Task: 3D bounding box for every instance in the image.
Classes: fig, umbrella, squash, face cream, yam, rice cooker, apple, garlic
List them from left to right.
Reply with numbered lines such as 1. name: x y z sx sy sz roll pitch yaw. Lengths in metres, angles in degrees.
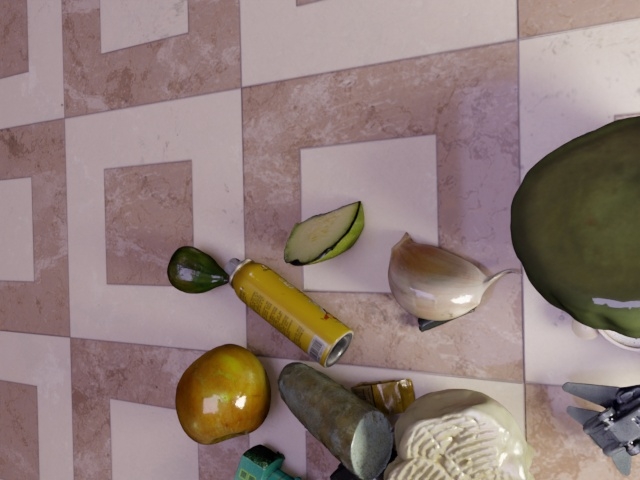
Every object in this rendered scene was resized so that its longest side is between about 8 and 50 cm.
1. fig: -0.294 0.084 1.494 0.177 0.117 0.117 14 98 11
2. apple: -0.229 0.359 1.400 0.236 0.237 0.208 -31 63 26
3. face cream: -0.088 0.149 1.372 0.348 0.105 0.105 34 107 25
4. squash: 0.014 0.016 1.312 0.191 0.184 0.085 -19 121 31
5. yam: 0.018 0.360 1.271 0.330 0.133 0.133 27 105 50
6. rice cooker: 0.100 0.500 1.269 0.165 0.112 0.107 -25 85 29
7. garlic: 0.247 0.093 1.180 0.266 0.128 0.149 19 101 23
8. umbrella: 0.257 0.150 1.219 0.133 0.031 0.036 -27 77 26

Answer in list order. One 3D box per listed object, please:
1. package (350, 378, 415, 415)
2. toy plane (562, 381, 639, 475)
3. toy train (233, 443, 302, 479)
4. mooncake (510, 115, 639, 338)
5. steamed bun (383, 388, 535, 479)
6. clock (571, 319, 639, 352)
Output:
1. package: 0.134 0.339 1.283 0.131 0.047 0.071 -11 83 31
2. toy plane: 0.537 0.278 0.968 0.212 0.088 0.267 50 142 18
3. toy train: -0.081 0.623 1.374 0.298 0.120 0.194 21 96 27
4. mooncake: 0.487 -0.012 0.951 0.351 0.187 0.352 -12 64 27
5. steamed bun: 0.260 0.419 1.129 0.275 0.206 0.320 36 108 8
6. clock: 0.552 0.113 1.036 0.229 0.063 0.156 -29 75 24
